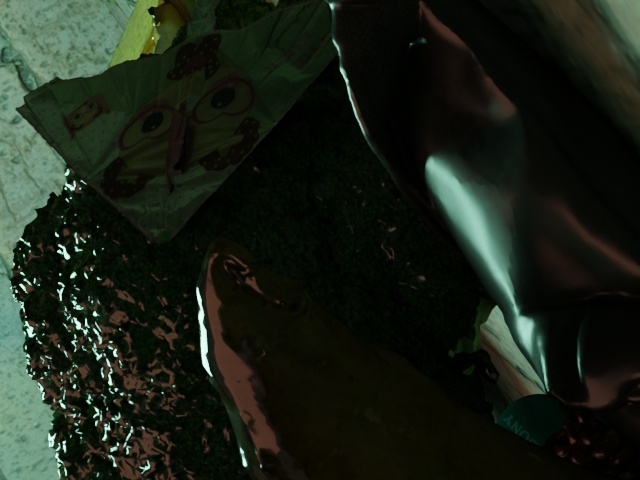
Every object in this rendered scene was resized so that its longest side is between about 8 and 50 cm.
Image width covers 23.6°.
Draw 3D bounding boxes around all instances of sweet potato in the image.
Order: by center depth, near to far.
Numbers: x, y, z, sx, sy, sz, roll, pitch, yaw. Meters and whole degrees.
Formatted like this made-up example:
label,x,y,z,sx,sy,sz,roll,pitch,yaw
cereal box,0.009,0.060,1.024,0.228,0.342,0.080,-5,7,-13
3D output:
label,x,y,z,sx,sy,sz,roll,pitch,yaw
sweet potato,0.111,0.145,0.572,0.423,0.130,0.130,37,178,-7

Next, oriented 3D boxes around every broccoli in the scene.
label,x,y,z,sx,sy,sz,roll,pitch,yaw
broccoli,-0.007,0.036,0.821,0.304,0.321,0.283,34,-160,33

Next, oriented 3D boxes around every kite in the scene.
label,x,y,z,sx,sy,sz,roll,pitch,yaw
kite,-0.062,-0.100,0.757,0.012,0.229,0.250,50,-141,-43

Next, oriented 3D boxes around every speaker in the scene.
label,x,y,z,sx,sy,sz,roll,pitch,yaw
speaker,0.158,0.151,1.008,0.094,0.060,0.075,58,176,-32

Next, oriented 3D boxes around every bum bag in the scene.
label,x,y,z,sx,sy,sz,roll,pitch,yaw
bum bag,0.083,-0.003,0.579,0.326,0.080,0.142,51,177,22

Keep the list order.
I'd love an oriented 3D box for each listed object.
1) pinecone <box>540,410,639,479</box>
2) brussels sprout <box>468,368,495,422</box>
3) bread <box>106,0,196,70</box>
label,x,y,z,sx,sy,sz,roll,pitch,yaw
pinecone,0.150,0.112,0.672,0.109,0.102,0.102,28,177,-4
brussels sprout,0.019,0.155,1.346,0.328,0.247,0.328,34,168,8
bread,-0.148,-0.132,1.236,0.178,0.135,0.240,66,-161,-49
